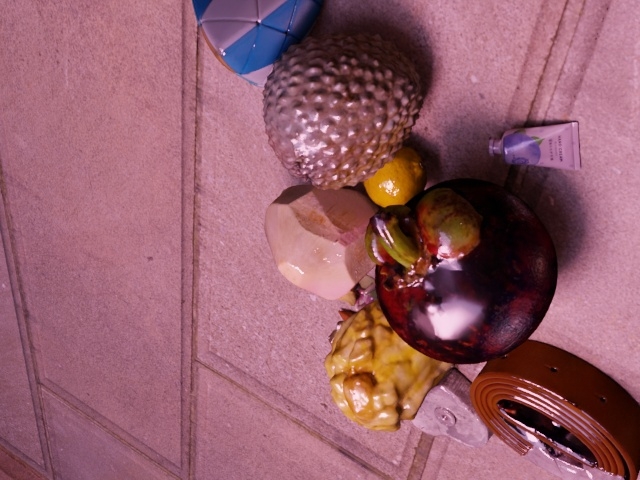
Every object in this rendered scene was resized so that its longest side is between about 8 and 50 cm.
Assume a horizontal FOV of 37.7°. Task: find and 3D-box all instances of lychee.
[{"bbox_3d":[0.033,-0.212,1.529,0.274,0.255,0.255,-9,119,27],"label":"lychee"}]

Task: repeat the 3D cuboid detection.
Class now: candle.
[{"bbox_3d":[0.272,0.343,1.947,0.192,0.068,0.169,10,128,30],"label":"candle"}]

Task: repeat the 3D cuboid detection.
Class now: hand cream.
[{"bbox_3d":[0.337,-0.148,1.485,0.142,0.053,0.084,4,126,26],"label":"hand cream"}]

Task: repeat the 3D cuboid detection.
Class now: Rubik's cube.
[{"bbox_3d":[-0.120,-0.331,1.568,0.254,0.254,0.255,23,136,24],"label":"Rubik's cube"}]

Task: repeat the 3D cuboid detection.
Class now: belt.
[{"bbox_3d":[0.446,0.331,1.744,0.338,0.122,0.217,32,138,15],"label":"belt"}]

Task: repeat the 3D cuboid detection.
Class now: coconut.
[{"bbox_3d":[0.000,0.000,1.760,0.237,0.237,0.197,41,142,5],"label":"coconut"}]

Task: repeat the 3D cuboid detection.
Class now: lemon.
[{"bbox_3d":[0.132,-0.111,1.641,0.133,0.109,0.109,-16,112,41],"label":"lemon"}]

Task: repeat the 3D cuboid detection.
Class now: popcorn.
[{"bbox_3d":[0.142,0.231,1.802,0.215,0.286,0.252,31,160,40],"label":"popcorn"}]

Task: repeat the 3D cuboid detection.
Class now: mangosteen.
[{"bbox_3d":[0.218,0.046,1.514,0.306,0.359,0.306,-6,77,30],"label":"mangosteen"}]

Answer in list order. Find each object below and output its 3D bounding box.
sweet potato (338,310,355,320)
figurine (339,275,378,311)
[{"bbox_3d":[0.076,0.173,1.995,0.095,0.034,0.034,32,140,32],"label":"sweet potato"},{"bbox_3d":[0.084,0.114,1.911,0.187,0.083,0.083,29,139,4],"label":"figurine"}]
